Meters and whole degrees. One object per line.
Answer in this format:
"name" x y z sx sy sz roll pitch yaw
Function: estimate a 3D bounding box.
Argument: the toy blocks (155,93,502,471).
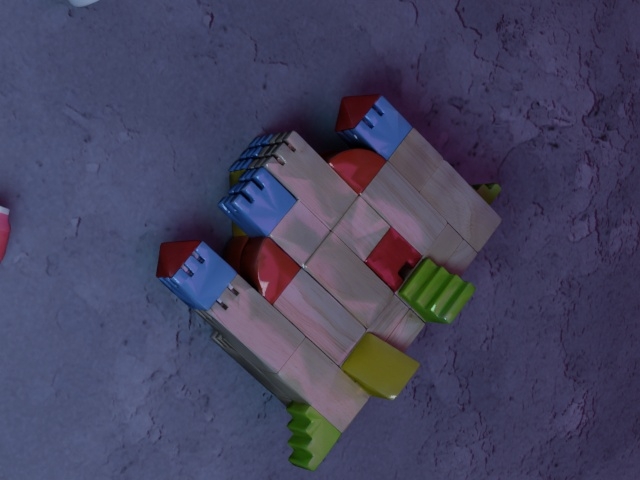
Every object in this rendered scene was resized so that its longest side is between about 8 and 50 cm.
"toy blocks" 0.000 0.000 1.342 0.261 0.191 0.381 44 72 -18

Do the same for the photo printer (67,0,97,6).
"photo printer" -0.220 -0.405 1.164 0.256 0.107 0.307 -48 118 -20

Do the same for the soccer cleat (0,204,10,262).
"soccer cleat" -0.385 -0.020 1.125 0.248 0.083 0.095 19 90 -36
